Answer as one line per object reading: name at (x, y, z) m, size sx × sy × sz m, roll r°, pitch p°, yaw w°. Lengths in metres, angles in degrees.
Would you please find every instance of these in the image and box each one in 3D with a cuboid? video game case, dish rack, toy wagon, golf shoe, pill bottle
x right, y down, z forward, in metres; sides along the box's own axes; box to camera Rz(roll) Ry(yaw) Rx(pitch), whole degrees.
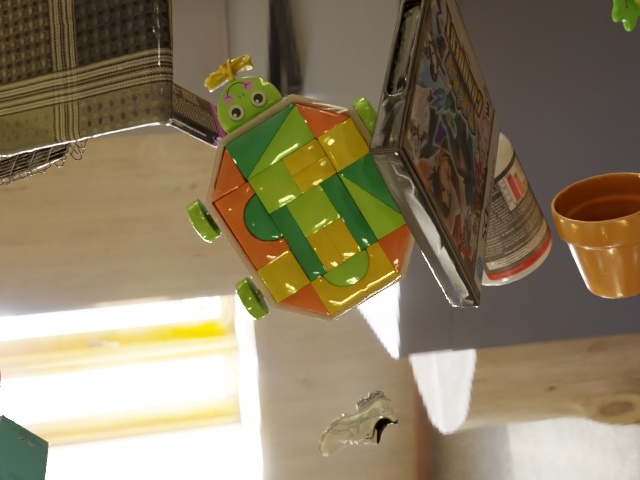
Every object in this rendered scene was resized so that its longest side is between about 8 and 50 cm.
video game case at (0.129, -0.105, 0.932) m, size 0.275 × 0.035 × 0.248 m, roll 55°, pitch -140°, yaw -49°
dish rack at (-0.525, -0.179, 1.718) m, size 0.272 × 0.208 × 0.074 m, roll -93°, pitch -18°, yaw -55°
toy wagon at (-0.034, -0.071, 1.132) m, size 0.344 × 0.267 × 0.068 m, roll 58°, pitch -176°, yaw -8°
golf shoe at (0.073, 0.375, 1.780) m, size 0.086 × 0.176 × 0.069 m, roll 50°, pitch -175°, yaw 36°
pill bottle at (0.326, -0.101, 1.892) m, size 0.363 × 0.210 × 0.210 m, roll 59°, pitch -178°, yaw -28°

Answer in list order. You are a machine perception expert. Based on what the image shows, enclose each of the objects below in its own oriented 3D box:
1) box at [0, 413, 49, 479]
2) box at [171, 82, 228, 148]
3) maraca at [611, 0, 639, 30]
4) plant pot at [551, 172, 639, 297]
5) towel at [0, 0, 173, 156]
box at (-0.295, 0.241, 0.807) m, size 0.101 × 0.060 × 0.244 m, roll -56°, pitch 16°, yaw -4°
box at (-0.234, -0.224, 1.558) m, size 0.029 × 0.162 × 0.116 m, roll -48°, pitch 36°, yaw 21°
maraca at (0.439, -0.364, 1.244) m, size 0.099 × 0.185 × 0.127 m, roll 0°, pitch 126°, yaw 51°
plant pot at (0.559, -0.001, 1.734) m, size 0.205 × 0.205 × 0.188 m, roll -122°, pitch 13°, yaw -65°
towel at (-0.308, -0.268, 1.101) m, size 0.056 × 0.324 × 0.312 m, roll 0°, pitch -94°, yaw -61°
